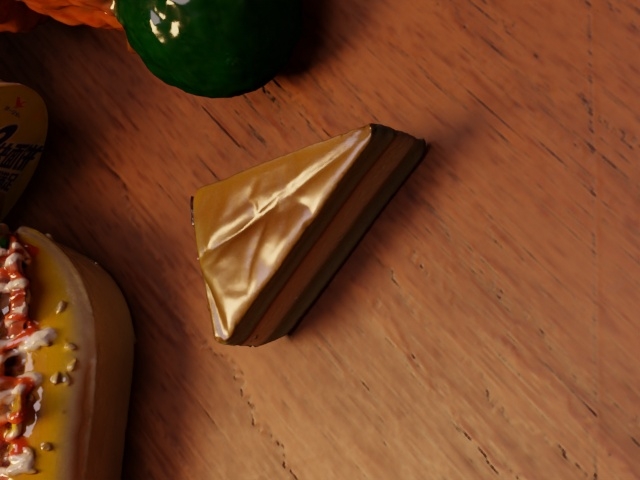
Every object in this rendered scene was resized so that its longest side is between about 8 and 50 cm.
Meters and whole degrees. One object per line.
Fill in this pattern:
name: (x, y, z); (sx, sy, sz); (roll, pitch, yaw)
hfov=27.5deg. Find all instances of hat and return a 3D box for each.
hat: (-0.190, -0.268, 0.968); (0.400, 0.285, 0.285); (26, 99, 30)

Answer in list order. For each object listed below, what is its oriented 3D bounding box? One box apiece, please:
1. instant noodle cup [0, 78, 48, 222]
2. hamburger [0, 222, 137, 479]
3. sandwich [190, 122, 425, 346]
instant noodle cup: (-0.358, -0.087, 1.065); (0.174, 0.213, 0.213); (37, 106, 14)
hamburger: (-0.262, 0.133, 1.031); (0.227, 0.151, 0.295); (-1, 84, 39)
sandwich: (0.000, 0.000, 0.900); (0.163, 0.079, 0.114); (-18, 75, 31)
